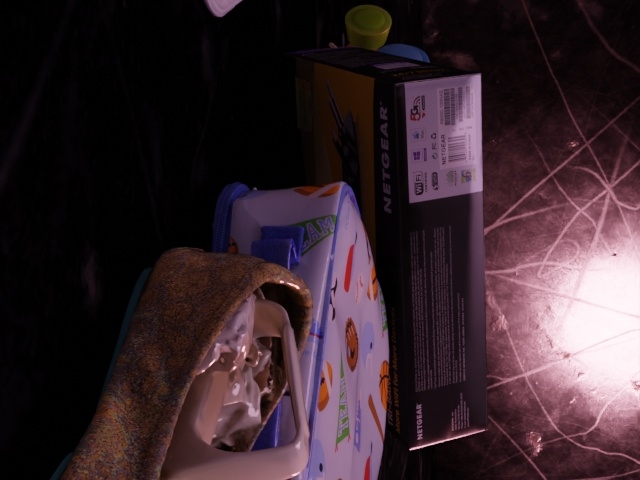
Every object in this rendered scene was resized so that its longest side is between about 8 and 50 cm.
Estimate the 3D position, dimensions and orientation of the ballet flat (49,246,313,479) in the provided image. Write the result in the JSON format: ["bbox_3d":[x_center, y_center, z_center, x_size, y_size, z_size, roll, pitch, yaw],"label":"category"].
[{"bbox_3d":[-0.067,0.122,0.523,0.348,0.123,0.123,-76,163,-53],"label":"ballet flat"}]

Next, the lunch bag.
[{"bbox_3d":[-0.025,0.110,0.769,0.243,0.115,0.303,65,27,-63],"label":"lunch bag"}]

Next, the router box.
[{"bbox_3d":[0.053,-0.007,0.982,0.243,0.081,0.309,-148,-128,-64],"label":"router box"}]

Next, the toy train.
[{"bbox_3d":[0.045,-0.187,1.159,0.143,0.105,0.248,89,-18,-48],"label":"toy train"}]

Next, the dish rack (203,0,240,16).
[{"bbox_3d":[-0.035,-0.338,0.851,0.333,0.072,0.285,-69,156,-67],"label":"dish rack"}]
